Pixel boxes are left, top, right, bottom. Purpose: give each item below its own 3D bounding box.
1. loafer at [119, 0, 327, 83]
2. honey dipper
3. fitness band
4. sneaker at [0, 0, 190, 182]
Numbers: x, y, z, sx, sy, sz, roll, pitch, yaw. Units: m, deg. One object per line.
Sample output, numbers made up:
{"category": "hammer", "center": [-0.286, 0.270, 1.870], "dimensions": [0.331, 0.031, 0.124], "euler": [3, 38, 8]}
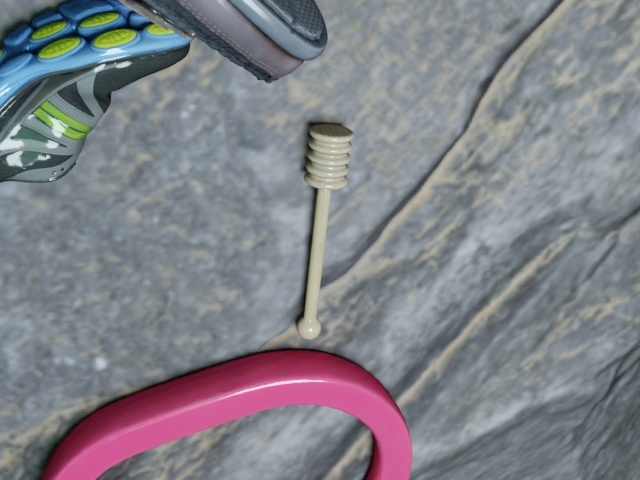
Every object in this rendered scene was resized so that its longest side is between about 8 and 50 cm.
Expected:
{"category": "loafer", "center": [-0.126, -0.190, 0.452], "dimensions": [0.095, 0.109, 0.302], "euler": [-37, 112, 27]}
{"category": "honey dipper", "center": [0.000, 0.000, 0.593], "dimensions": [0.030, 0.030, 0.161], "euler": [0, 115, -12]}
{"category": "fitness band", "center": [-0.069, 0.194, 0.657], "dimensions": [0.291, 0.054, 0.209], "euler": [-19, 114, -5]}
{"category": "sneaker", "center": [-0.160, -0.082, 0.510], "dimensions": [0.188, 0.067, 0.078], "euler": [-31, 138, 0]}
